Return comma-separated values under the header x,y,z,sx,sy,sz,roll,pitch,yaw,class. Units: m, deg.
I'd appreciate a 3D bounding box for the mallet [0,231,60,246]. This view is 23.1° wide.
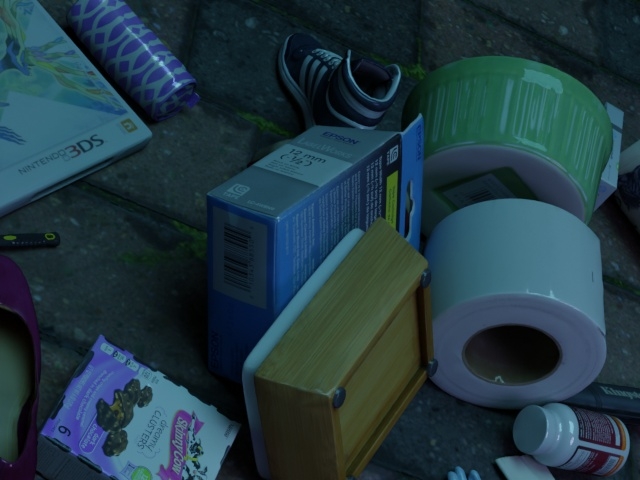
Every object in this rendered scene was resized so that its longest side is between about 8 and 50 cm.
x,y,z,sx,sy,sz,roll,pitch,yaw,class
-0.387,0.009,1.836,0.190,0.039,0.062,5,52,-38,mallet

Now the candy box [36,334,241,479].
x,y,z,sx,sy,sz,roll,pitch,yaw,class
-0.208,0.226,1.751,0.196,0.070,0.165,33,42,-7,candy box

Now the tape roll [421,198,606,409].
x,y,z,sx,sy,sz,roll,pitch,yaw,class
0.252,0.087,2.073,0.246,0.246,0.169,23,45,-18,tape roll

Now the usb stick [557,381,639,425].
x,y,z,sx,sy,sz,roll,pitch,yaw,class
0.416,0.230,2.204,0.278,0.045,0.077,11,16,-30,usb stick

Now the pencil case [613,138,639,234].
x,y,z,sx,sy,sz,roll,pitch,yaw,class
0.607,-0.002,2.467,0.183,0.160,0.410,-7,60,-51,pencil case

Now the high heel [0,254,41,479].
x,y,z,sx,sy,sz,roll,pitch,yaw,class
-0.333,0.135,1.655,0.127,0.181,0.377,16,48,-25,high heel

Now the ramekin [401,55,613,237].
x,y,z,sx,sy,sz,roll,pitch,yaw,class
0.252,-0.102,2.200,0.303,0.303,0.148,26,52,-15,ramekin

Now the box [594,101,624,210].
x,y,z,sx,sy,sz,roll,pitch,yaw,class
0.408,-0.106,2.420,0.038,0.145,0.186,29,43,-11,box

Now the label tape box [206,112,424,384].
x,y,z,sx,sy,sz,roll,pitch,yaw,class
0.000,0.000,1.955,0.115,0.249,0.348,17,33,27,label tape box

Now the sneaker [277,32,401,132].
x,y,z,sx,sy,sz,roll,pitch,yaw,class
0.027,-0.239,2.234,0.099,0.153,0.282,10,41,-28,sneaker

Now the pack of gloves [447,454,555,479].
x,y,z,sx,sy,sz,roll,pitch,yaw,class
0.257,0.382,1.989,0.195,0.046,0.232,-1,46,-37,pack of gloves

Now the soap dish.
x,y,z,sx,sy,sz,roll,pitch,yaw,class
0.032,0.149,1.847,0.118,0.229,0.291,18,47,25,soap dish

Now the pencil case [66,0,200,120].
x,y,z,sx,sy,sz,roll,pitch,yaw,class
-0.256,-0.256,2.120,0.206,0.086,0.088,50,16,9,pencil case

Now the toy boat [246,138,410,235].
x,y,z,sx,sy,sz,roll,pitch,yaw,class
0.006,-0.034,2.100,0.231,0.151,0.151,18,77,-22,toy boat

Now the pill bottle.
x,y,z,sx,sy,sz,roll,pitch,yaw,class
0.332,0.263,2.085,0.152,0.086,0.086,17,46,-35,pill bottle

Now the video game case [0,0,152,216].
x,y,z,sx,sy,sz,roll,pitch,yaw,class
-0.417,-0.198,1.985,0.329,0.036,0.300,48,42,9,video game case
